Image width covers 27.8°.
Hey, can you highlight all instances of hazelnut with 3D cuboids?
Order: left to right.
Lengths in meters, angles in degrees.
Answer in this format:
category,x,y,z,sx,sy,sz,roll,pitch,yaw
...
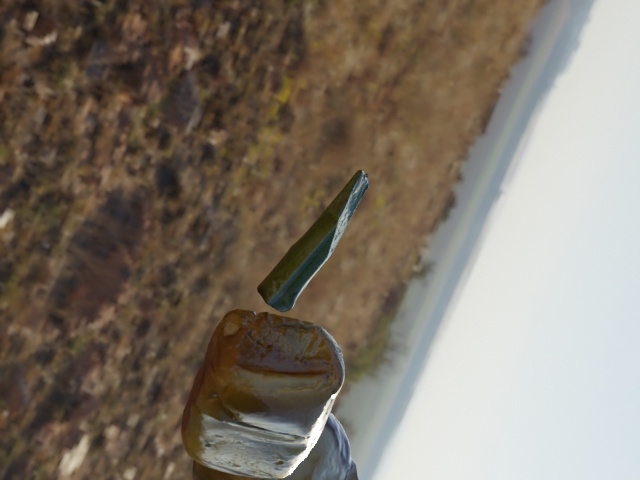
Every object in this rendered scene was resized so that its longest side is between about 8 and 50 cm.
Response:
category,x,y,z,sx,sy,sz,roll,pitch,yaw
hazelnut,-0.058,0.347,1.901,0.261,0.241,0.261,-25,-119,56

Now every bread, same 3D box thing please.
category,x,y,z,sx,sy,sz,roll,pitch,yaw
bread,-0.073,0.196,1.587,0.294,0.167,0.132,119,-14,-61

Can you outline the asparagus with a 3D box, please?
category,x,y,z,sx,sy,sz,roll,pitch,yaw
asparagus,0.000,0.000,1.408,0.178,0.041,0.045,-50,-161,0
